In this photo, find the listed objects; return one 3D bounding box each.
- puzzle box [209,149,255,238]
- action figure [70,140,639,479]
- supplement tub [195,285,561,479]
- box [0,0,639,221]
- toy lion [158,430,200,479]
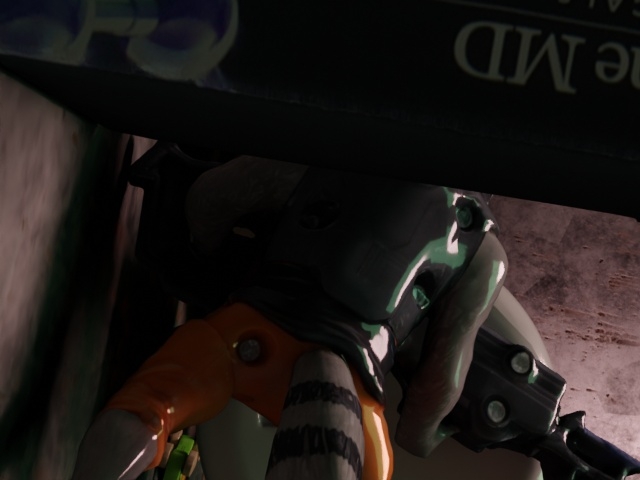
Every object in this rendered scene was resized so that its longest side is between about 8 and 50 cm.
[{"bbox_3d":[-0.004,-0.163,0.958,0.272,0.052,0.408,-47,-158,39],"label":"puzzle box"},{"bbox_3d":[0.044,0.066,0.561,0.178,0.341,0.330,-50,-164,56],"label":"action figure"},{"bbox_3d":[0.025,0.118,0.821,0.316,0.228,0.228,142,-42,-84],"label":"supplement tub"},{"bbox_3d":[0.070,-0.220,0.434,0.212,0.294,0.395,38,61,-89],"label":"box"},{"bbox_3d":[-0.138,0.229,1.049,0.100,0.034,0.096,-61,169,-88],"label":"toy lion"}]
